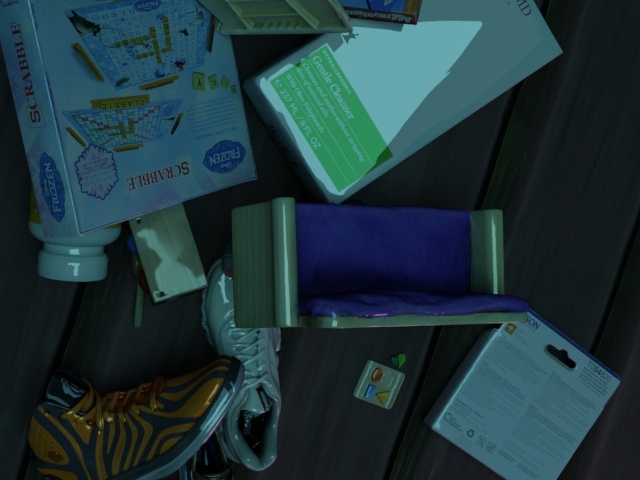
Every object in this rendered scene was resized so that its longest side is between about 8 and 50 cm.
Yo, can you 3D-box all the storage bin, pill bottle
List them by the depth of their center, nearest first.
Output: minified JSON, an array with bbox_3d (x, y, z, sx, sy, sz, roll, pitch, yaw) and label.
[{"bbox_3d":[-0.017,-0.384,1.276,0.123,0.260,0.262,38,71,-41],"label":"storage bin"},{"bbox_3d":[-0.304,-0.059,1.365,0.117,0.117,0.209,4,97,-15],"label":"pill bottle"}]

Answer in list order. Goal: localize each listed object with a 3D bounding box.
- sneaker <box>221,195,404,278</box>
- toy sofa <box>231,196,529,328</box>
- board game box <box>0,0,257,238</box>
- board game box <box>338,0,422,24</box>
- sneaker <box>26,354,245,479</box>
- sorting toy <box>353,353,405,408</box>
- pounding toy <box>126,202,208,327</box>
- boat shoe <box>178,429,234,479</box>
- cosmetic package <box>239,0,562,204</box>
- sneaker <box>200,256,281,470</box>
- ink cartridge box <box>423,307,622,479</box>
[{"bbox_3d":[0.000,0.000,1.445,0.302,0.108,0.121,3,81,-37],"label":"sneaker"},{"bbox_3d":[0.083,0.029,1.327,0.362,0.177,0.150,2,85,-38],"label":"toy sofa"},{"bbox_3d":[-0.223,-0.193,1.300,0.318,0.065,0.318,-22,106,-51],"label":"board game box"},{"bbox_3d":[0.077,-0.399,1.370,0.145,0.027,0.281,9,67,13],"label":"board game box"},{"bbox_3d":[-0.253,0.216,1.376,0.321,0.125,0.180,-40,104,19],"label":"sneaker"},{"bbox_3d":[0.089,0.194,1.557,0.062,0.012,0.083,23,92,-16],"label":"sorting toy"},{"bbox_3d":[-0.209,0.035,1.408,0.100,0.141,0.130,-17,87,-11],"label":"pounding toy"},{"bbox_3d":[-0.150,0.322,1.453,0.066,0.066,0.183,-12,80,-38],"label":"boat shoe"},{"bbox_3d":[0.100,-0.224,1.428,0.365,0.155,0.197,-35,101,-6],"label":"cosmetic package"},{"bbox_3d":[-0.094,0.165,1.453,0.110,0.118,0.292,-7,98,-11],"label":"sneaker"},{"bbox_3d":[0.297,0.233,1.599,0.223,0.045,0.224,37,87,-17],"label":"ink cartridge box"}]
